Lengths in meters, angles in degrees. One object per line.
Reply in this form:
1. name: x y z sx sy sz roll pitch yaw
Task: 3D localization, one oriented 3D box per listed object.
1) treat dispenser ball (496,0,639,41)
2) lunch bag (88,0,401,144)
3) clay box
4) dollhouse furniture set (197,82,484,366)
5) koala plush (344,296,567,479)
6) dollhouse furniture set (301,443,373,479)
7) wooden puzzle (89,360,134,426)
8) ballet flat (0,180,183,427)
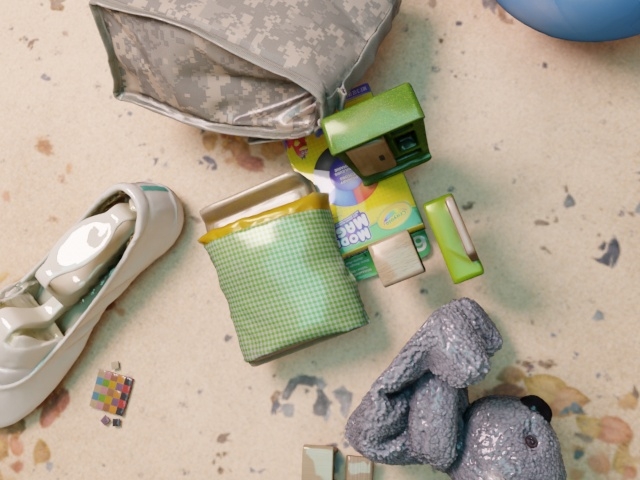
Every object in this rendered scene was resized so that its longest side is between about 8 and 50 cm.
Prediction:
1. treat dispenser ball: 0.300 -0.357 0.718 0.288 0.288 0.288 -2 81 11
2. lunch bag: -0.069 -0.241 0.799 0.287 0.169 0.235 20 54 15
3. clay box: 0.042 -0.067 0.844 0.127 0.053 0.222 -22 77 8
4. dollhouse furniture set: 0.000 0.000 0.738 0.301 0.151 0.197 -22 78 10
5. koala plush: 0.162 0.204 0.719 0.221 0.196 0.203 41 102 14
6. dollhouse furniture set: 0.065 0.315 0.754 0.182 0.101 0.161 0 81 11
7. wooden puzzle: -0.272 0.198 0.888 0.049 0.006 0.083 13 84 13
8. ballet flat: -0.338 0.073 0.859 0.139 0.139 0.400 43 91 14
